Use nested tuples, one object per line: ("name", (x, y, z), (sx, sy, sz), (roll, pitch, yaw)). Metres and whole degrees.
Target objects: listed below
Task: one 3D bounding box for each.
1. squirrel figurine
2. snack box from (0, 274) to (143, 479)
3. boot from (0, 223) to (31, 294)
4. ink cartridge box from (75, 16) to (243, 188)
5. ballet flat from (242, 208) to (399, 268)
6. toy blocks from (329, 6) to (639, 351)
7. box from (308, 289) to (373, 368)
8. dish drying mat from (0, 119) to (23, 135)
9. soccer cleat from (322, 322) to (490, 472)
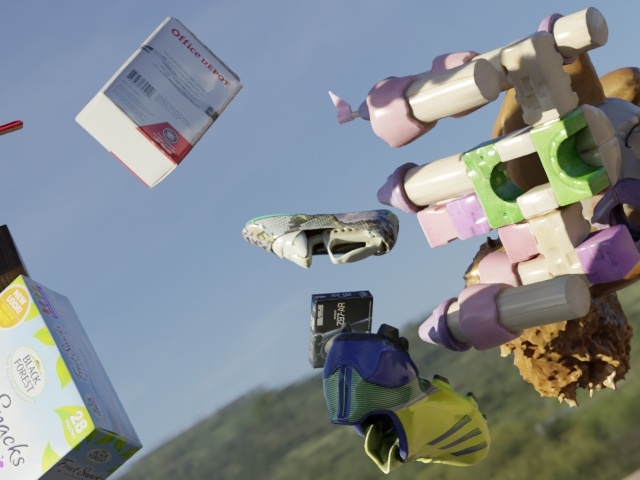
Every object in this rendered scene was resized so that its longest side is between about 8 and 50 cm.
("squirrel figurine", (0.308, -0.016, 2.049), (0.397, 0.281, 0.370), (-62, -9, -1))
("snack box", (-0.268, 0.161, 1.418), (0.207, 0.174, 0.070), (-41, -37, 11))
("boot", (-0.416, 0.001, 1.655), (0.220, 0.109, 0.283), (-24, -35, -8))
("ink cartridge box", (-0.150, -0.131, 1.625), (0.056, 0.099, 0.135), (-37, 13, 47))
("ballet flat", (0.000, 0.000, 1.246), (0.114, 0.041, 0.041), (-4, -8, 3))
("toy blocks", (0.170, -0.060, 1.748), (0.260, 0.288, 0.309), (-17, 10, 41))
("box", (0.022, 0.097, 1.895), (0.067, 0.083, 0.018), (-3, 23, -16))
("dish drying mat", (-0.335, -0.103, 1.709), (0.083, 0.008, 0.032), (-20, -2, -11))
("soccer cleat", (0.081, 0.179, 1.683), (0.093, 0.121, 0.289), (-1, -25, 29))
